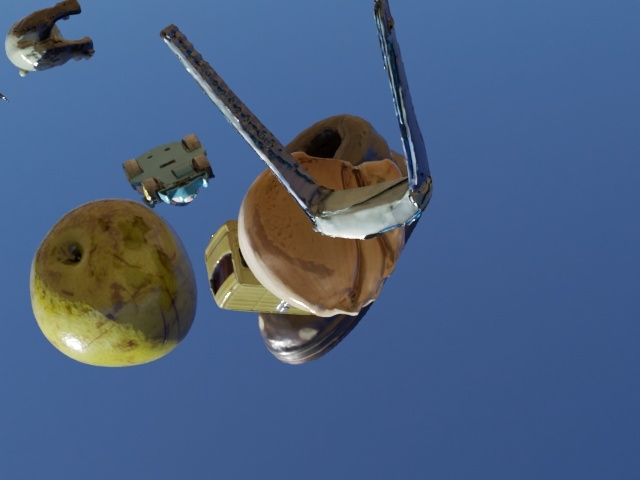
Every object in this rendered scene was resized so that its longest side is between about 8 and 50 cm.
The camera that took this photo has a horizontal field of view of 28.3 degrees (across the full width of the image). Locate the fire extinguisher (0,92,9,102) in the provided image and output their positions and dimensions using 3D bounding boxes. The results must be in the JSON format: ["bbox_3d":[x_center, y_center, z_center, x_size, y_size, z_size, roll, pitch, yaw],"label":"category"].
[{"bbox_3d":[-0.352,-0.134,1.251,0.083,0.038,0.025,-24,-162,2],"label":"fire extinguisher"}]

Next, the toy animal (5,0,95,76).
[{"bbox_3d":[-0.415,-0.296,1.909,0.121,0.094,0.225,-25,-167,-14],"label":"toy animal"}]

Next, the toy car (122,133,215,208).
[{"bbox_3d":[-0.215,-0.084,1.931,0.126,0.098,0.161,-27,-145,-13],"label":"toy car"}]

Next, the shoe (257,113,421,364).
[{"bbox_3d":[-0.009,-0.007,1.983,0.384,0.237,0.171,-56,-146,-3],"label":"shoe"}]

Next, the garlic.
[{"bbox_3d":[0.000,0.000,1.626,0.217,0.110,0.228,8,-117,-12],"label":"garlic"}]

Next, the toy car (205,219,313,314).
[{"bbox_3d":[-0.028,0.039,1.772,0.257,0.101,0.124,5,-123,-27],"label":"toy car"}]

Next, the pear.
[{"bbox_3d":[-0.332,0.072,2.065,0.284,0.283,0.283,-10,-154,5],"label":"pear"}]

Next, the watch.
[{"bbox_3d":[-0.020,-0.127,1.411,0.276,0.274,0.068,-3,-148,27],"label":"watch"}]
